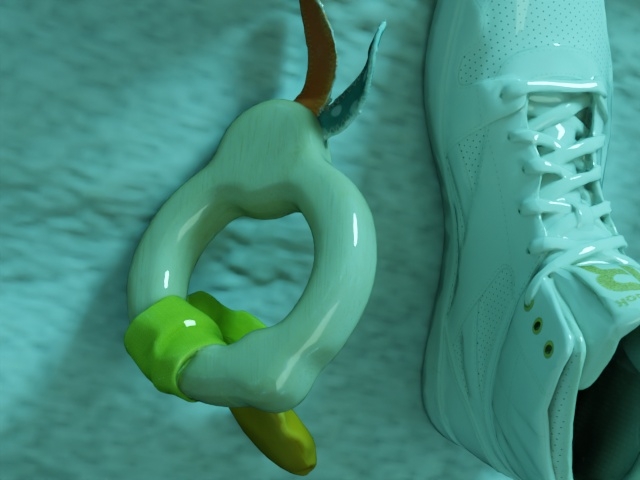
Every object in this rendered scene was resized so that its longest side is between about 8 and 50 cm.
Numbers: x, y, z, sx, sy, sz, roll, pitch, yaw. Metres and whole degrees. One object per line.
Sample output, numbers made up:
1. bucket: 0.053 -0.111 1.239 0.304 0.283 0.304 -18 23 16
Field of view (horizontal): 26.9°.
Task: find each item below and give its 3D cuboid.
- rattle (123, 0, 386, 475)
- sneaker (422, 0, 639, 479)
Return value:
1. rattle: 0.000 0.000 0.654 0.142 0.130 0.200 34 63 -36
2. sneaker: 0.125 -0.011 0.645 0.108 0.169 0.293 -5 104 -19
